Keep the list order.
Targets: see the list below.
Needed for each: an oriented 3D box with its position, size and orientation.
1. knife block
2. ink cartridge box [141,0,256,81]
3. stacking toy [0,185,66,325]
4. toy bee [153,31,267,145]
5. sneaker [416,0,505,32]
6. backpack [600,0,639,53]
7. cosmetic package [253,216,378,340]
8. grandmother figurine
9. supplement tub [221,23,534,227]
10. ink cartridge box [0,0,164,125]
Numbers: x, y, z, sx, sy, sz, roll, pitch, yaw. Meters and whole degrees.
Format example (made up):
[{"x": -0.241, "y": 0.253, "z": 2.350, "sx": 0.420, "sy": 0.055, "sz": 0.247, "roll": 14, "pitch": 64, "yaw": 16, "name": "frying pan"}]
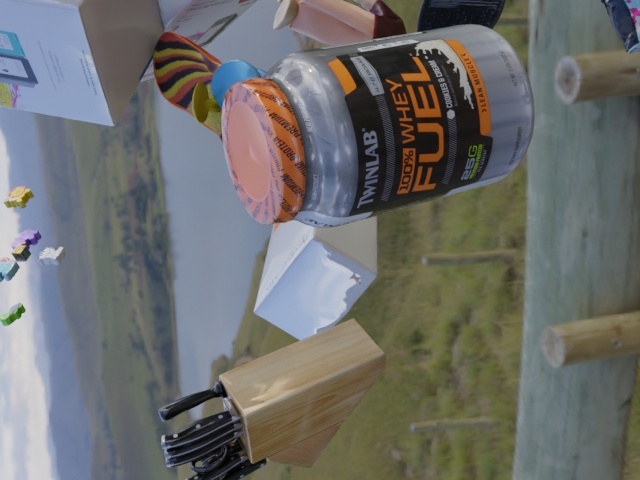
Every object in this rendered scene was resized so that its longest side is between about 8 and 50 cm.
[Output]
[{"x": -0.076, "y": 0.208, "z": 1.067, "sx": 0.276, "sy": 0.242, "sz": 0.088, "roll": -54, "pitch": 44, "yaw": 10, "name": "knife block"}, {"x": -0.233, "y": -0.380, "z": 1.281, "sx": 0.306, "sy": 0.226, "sz": 0.131, "roll": -31, "pitch": 93, "yaw": 42, "name": "ink cartridge box"}, {"x": -0.576, "y": 0.028, "z": 1.515, "sx": 0.221, "sy": 0.052, "sz": 0.167, "roll": -69, "pitch": -29, "yaw": -45, "name": "stacking toy"}, {"x": -0.116, "y": -0.167, "z": 1.116, "sx": 0.298, "sy": 0.195, "sz": 0.162, "roll": 28, "pitch": 99, "yaw": 32, "name": "toy bee"}, {"x": 0.203, "y": -0.307, "z": 1.177, "sx": 0.178, "sy": 0.123, "sz": 0.296, "roll": -67, "pitch": -6, "yaw": -54, "name": "sneaker"}, {"x": 0.600, "y": -0.374, "z": 1.253, "sx": 0.253, "sy": 0.225, "sz": 0.191, "roll": -30, "pitch": 85, "yaw": 34, "name": "backpack"}, {"x": 0.000, "y": 0.000, "z": 1.798, "sx": 0.230, "sy": 0.161, "sz": 0.453, "roll": -51, "pitch": 15, "yaw": 25, "name": "cosmetic package"}, {"x": 0.088, "y": -0.373, "z": 1.468, "sx": 0.104, "sy": 0.342, "sz": 0.208, "roll": 157, "pitch": 125, "yaw": -64, "name": "grandmother figurine"}, {"x": 0.062, "y": -0.126, "z": 0.903, "sx": 0.193, "sy": 0.315, "sz": 0.194, "roll": 43, "pitch": 142, "yaw": 48, "name": "supplement tub"}, {"x": -0.380, "y": -0.306, "z": 1.069, "sx": 0.197, "sy": 0.269, "sz": 0.198, "roll": 88, "pitch": -164, "yaw": -53, "name": "ink cartridge box"}]
